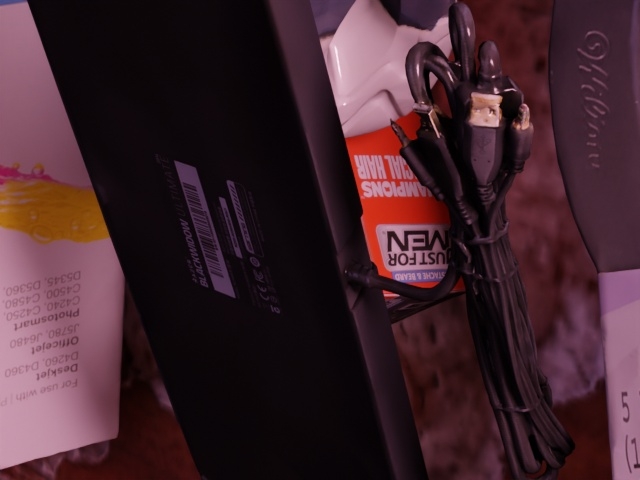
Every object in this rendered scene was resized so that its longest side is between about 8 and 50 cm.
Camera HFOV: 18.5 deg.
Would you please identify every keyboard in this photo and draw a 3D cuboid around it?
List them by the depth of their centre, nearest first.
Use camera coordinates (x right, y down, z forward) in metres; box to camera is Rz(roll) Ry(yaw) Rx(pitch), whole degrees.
[{"bbox_3d":[0.000,0.000,0.628,0.201,0.033,0.317,20,140,37],"label":"keyboard"}]

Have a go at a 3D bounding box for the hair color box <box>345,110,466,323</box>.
[{"bbox_3d":[-0.009,-0.046,0.741,0.093,0.053,0.167,-27,72,44],"label":"hair color box"}]

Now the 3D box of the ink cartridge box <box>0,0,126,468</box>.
[{"bbox_3d":[-0.206,-0.052,0.810,0.198,0.197,0.270,34,128,46],"label":"ink cartridge box"}]

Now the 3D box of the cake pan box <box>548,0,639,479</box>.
[{"bbox_3d":[0.179,-0.056,0.525,0.267,0.070,0.246,-7,83,49],"label":"cake pan box"}]

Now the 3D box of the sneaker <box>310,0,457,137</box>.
[{"bbox_3d":[0.007,-0.157,0.617,0.153,0.094,0.235,62,153,27],"label":"sneaker"}]
